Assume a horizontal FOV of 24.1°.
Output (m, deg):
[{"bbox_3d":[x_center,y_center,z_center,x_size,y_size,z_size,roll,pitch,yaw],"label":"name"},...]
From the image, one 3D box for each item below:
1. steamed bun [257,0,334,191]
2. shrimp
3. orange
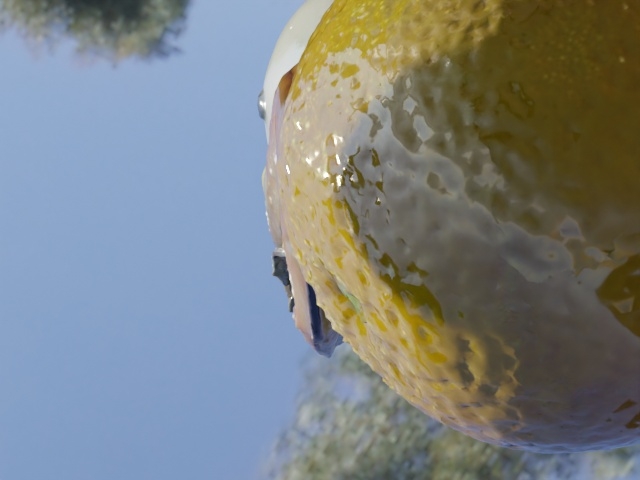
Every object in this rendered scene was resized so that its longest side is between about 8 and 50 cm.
[{"bbox_3d":[0.094,-0.121,1.606,0.334,0.374,0.334,-5,-126,7],"label":"steamed bun"},{"bbox_3d":[0.000,0.000,0.840,0.068,0.248,0.150,0,-112,5],"label":"shrimp"},{"bbox_3d":[0.101,-0.034,0.553,0.236,0.236,0.236,23,-155,-12],"label":"orange"}]
